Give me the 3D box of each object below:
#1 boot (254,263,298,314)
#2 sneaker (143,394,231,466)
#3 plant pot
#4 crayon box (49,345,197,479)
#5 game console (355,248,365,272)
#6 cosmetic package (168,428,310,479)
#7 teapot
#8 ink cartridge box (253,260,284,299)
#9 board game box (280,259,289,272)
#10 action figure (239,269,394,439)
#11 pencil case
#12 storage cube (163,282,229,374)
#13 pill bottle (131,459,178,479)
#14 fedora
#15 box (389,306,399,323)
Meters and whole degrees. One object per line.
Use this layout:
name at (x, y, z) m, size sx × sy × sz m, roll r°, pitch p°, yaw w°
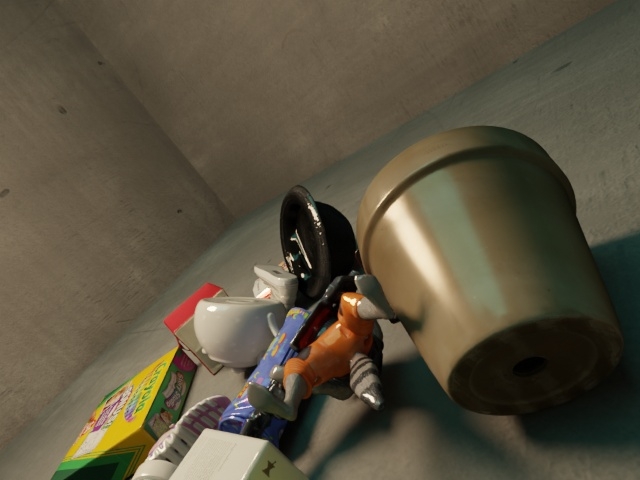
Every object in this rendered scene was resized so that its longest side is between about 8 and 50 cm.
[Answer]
boot at (-0.142, 0.149, 1.237) m, size 0.095 × 0.124 × 0.258 m, roll 0°, pitch 8°, yaw -23°
sneaker at (-0.298, 0.433, 0.899) m, size 0.236 × 0.095 × 0.104 m, roll -44°, pitch 10°, yaw -17°
plant pot at (0.222, 0.053, 0.542) m, size 0.323 × 0.323 × 0.281 m, roll -31°, pitch 33°, yaw 19°
crayon box at (-0.536, 0.506, 1.148) m, size 0.313 × 0.106 × 0.363 m, roll -36°, pitch 17°, yaw 6°
game console at (0.148, 0.042, 0.798) m, size 0.144 × 0.085 × 0.124 m, roll -34°, pitch 19°, yaw 16°
cosmetic package at (-0.116, 0.378, 0.559) m, size 0.183 × 0.151 × 0.151 m, roll -21°, pitch 24°, yaw 46°
teapot at (-0.203, 0.246, 1.041) m, size 0.252 × 0.187 × 0.256 m, roll 2°, pitch -4°, yaw -2°
ink cartridge box at (-0.183, 0.160, 1.462) m, size 0.145 × 0.045 × 0.179 m, roll -35°, pitch 14°, yaw 11°
board game box at (-0.074, 0.095, 1.373) m, size 0.146 × 0.045 × 0.194 m, roll -16°, pitch 26°, yaw 31°
action figure at (0.011, 0.208, 0.611) m, size 0.342 × 0.178 × 0.330 m, roll -57°, pitch -18°, yaw -7°
pencil case at (-0.078, 0.272, 0.812) m, size 0.306 × 0.119 × 0.133 m, roll -56°, pitch -5°, yaw -45°
storage cube at (-0.343, 0.267, 1.261) m, size 0.215 × 0.184 × 0.193 m, roll -43°, pitch 19°, yaw -22°
pill bottle at (-0.313, 0.501, 0.683) m, size 0.121 × 0.121 × 0.221 m, roll -32°, pitch 18°, yaw 16°
fedora at (0.000, 0.000, 1.187) m, size 0.152 × 0.335 × 0.334 m, roll -7°, pitch 3°, yaw -26°
box at (0.268, 0.016, 0.888) m, size 0.293 × 0.073 × 0.296 m, roll -30°, pitch 19°, yaw 25°
